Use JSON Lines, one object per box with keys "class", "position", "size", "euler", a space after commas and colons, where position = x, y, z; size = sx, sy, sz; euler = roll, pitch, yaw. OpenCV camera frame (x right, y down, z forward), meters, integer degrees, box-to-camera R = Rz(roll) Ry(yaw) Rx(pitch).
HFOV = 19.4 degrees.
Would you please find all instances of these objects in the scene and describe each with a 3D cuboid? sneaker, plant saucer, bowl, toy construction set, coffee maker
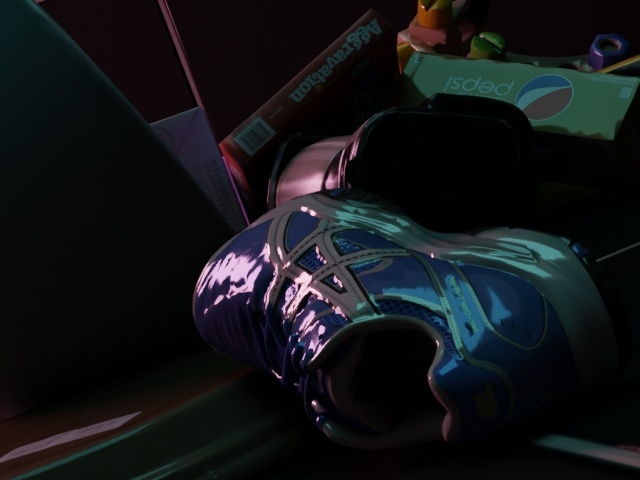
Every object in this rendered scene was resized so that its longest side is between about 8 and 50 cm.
{"class": "sneaker", "position": [0.013, 0.031, 0.704], "size": [0.081, 0.080, 0.211], "euler": [-31, 19, -35]}
{"class": "plant saucer", "position": [-0.111, 0.100, 0.848], "size": [0.277, 0.041, 0.278], "euler": [-20, 4, 1]}
{"class": "bowl", "position": [-0.168, -0.003, 1.047], "size": [0.163, 0.311, 0.311], "euler": [-42, 7, -8]}
{"class": "toy construction set", "position": [0.138, -0.143, 1.895], "size": [0.237, 0.257, 0.309], "euler": [-36, -11, -25]}
{"class": "coffee maker", "position": [0.070, -0.037, 1.210], "size": [0.171, 0.120, 0.178], "euler": [-21, 4, -21]}

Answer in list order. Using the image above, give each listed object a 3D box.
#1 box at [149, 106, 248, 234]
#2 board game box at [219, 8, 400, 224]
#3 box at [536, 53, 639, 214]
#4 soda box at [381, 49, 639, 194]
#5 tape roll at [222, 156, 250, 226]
{"class": "box", "position": [-0.104, -0.015, 1.477], "size": [0.087, 0.169, 0.290], "euler": [-21, 3, -2]}
{"class": "board game box", "position": [0.004, -0.059, 1.401], "size": [0.145, 0.027, 0.281], "euler": [-42, -18, -8]}
{"class": "box", "position": [0.159, -0.064, 1.385], "size": [0.232, 0.087, 0.058], "euler": [-19, 4, 8]}
{"class": "soda box", "position": [0.138, -0.083, 1.300], "size": [0.181, 0.061, 0.058], "euler": [10, 59, 32]}
{"class": "tape roll", "position": [-0.078, -0.036, 1.997], "size": [0.274, 0.090, 0.275], "euler": [-20, -3, -1]}
